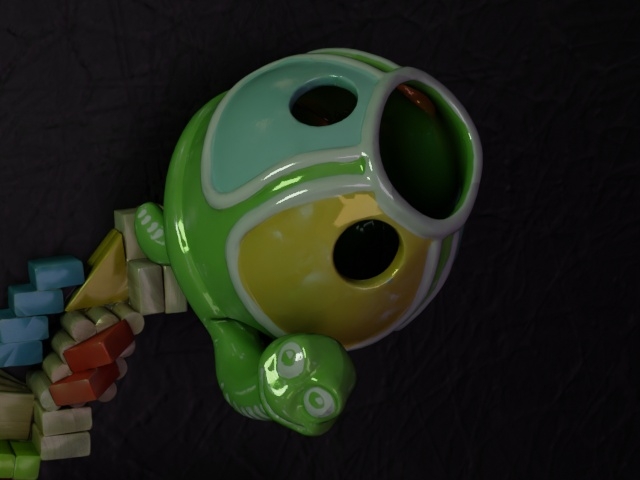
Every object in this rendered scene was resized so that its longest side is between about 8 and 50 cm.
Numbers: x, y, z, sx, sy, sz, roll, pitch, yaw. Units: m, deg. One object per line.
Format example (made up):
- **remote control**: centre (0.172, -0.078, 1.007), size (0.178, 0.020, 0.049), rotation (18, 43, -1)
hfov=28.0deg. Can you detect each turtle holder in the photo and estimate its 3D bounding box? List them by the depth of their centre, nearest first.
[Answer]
- **turtle holder**: centre (-0.007, -0.018, 1.026), size (0.243, 0.227, 0.320), rotation (57, 45, -9)

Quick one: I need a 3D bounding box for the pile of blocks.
- **pile of blocks**: centre (-0.236, 0.117, 1.070), size (0.149, 0.112, 0.362), rotation (33, 85, -23)
